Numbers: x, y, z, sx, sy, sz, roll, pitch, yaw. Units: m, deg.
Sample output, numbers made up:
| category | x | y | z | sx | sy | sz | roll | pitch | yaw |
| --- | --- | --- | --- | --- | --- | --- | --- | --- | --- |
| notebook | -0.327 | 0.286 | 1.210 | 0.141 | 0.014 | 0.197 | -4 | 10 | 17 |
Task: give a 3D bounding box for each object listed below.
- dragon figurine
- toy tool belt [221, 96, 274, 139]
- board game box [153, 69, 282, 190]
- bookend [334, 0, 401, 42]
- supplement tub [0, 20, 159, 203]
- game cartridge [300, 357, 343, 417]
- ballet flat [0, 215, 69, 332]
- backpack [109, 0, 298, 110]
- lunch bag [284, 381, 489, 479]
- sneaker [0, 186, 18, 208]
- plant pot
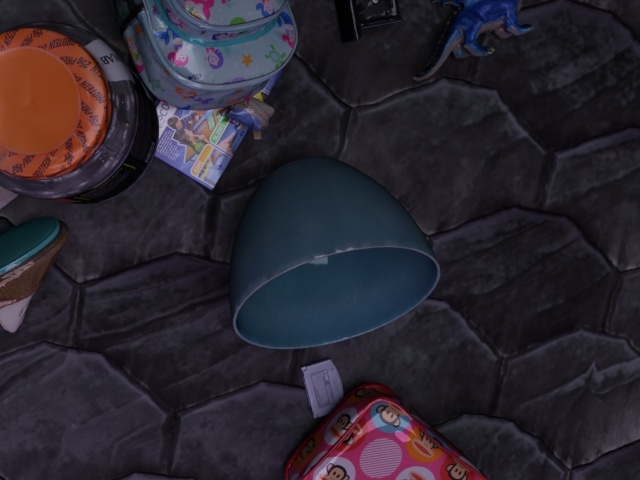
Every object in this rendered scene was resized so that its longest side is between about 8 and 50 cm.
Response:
| category | x | y | z | sx | sy | sz | roll | pitch | yaw |
| --- | --- | --- | --- | --- | --- | --- | --- | --- | --- |
| dragon figurine | 0.223 | -0.348 | 1.618 | 0.289 | 0.085 | 0.144 | -30 | 103 | -11 |
| toy tool belt | -0.110 | -0.178 | 1.528 | 0.083 | 0.052 | 0.051 | 26 | 81 | -17 |
| board game box | -0.162 | -0.191 | 1.557 | 0.136 | 0.035 | 0.201 | 32 | 88 | -17 |
| bookend | 0.099 | -0.378 | 1.587 | 0.156 | 0.072 | 0.157 | -12 | 100 | -14 |
| supplement tub | -0.316 | -0.150 | 1.347 | 0.207 | 0.338 | 0.207 | 0 | 90 | -2 |
| game cartridge | 0.005 | 0.223 | 1.665 | 0.056 | 0.017 | 0.083 | -15 | 101 | -10 |
| ballet flat | -0.479 | 0.091 | 1.469 | 0.342 | 0.116 | 0.124 | -30 | 124 | -16 |
| backpack | -0.148 | -0.306 | 1.435 | 0.225 | 0.191 | 0.254 | -15 | 88 | -28 |
| lunch bag | 0.097 | 0.388 | 1.653 | 0.293 | 0.120 | 0.258 | 43 | 89 | -17 |
| sneaker | -0.542 | -0.029 | 1.440 | 0.302 | 0.108 | 0.121 | -39 | 104 | -16 |
| plant pot | 0.000 | 0.000 | 1.526 | 0.290 | 0.290 | 0.195 | -9 | 62 | -14 |
